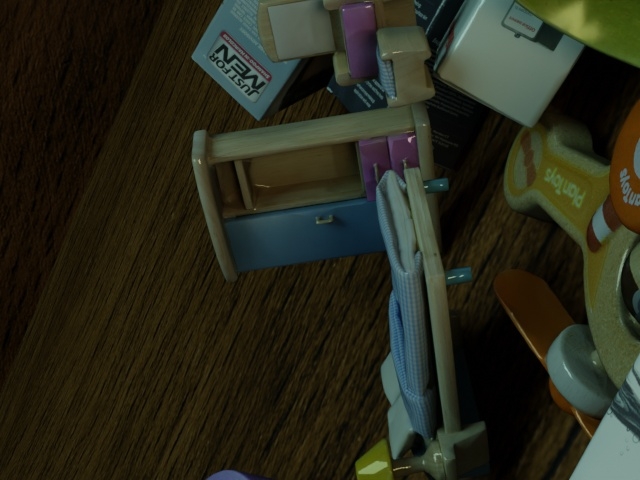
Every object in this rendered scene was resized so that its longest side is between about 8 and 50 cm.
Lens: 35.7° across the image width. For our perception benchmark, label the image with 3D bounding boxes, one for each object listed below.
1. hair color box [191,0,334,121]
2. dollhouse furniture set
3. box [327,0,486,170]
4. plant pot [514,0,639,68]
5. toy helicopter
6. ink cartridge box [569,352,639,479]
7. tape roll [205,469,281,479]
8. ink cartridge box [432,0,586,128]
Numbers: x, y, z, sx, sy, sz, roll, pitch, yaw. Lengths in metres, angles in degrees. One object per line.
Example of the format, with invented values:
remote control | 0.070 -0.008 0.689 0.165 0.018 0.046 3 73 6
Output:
hair color box | 0.033 -0.313 1.036 0.374 0.113 0.185 -50 -7 36
dollhouse furniture set | 0.000 0.000 0.733 0.303 0.198 0.287 -95 -5 -52
box | 0.096 -0.174 0.933 0.158 0.093 0.156 -63 26 18
plant pot | 0.242 -0.273 0.527 0.294 0.274 0.274 -61 24 -9
toy helicopter | 0.190 0.004 0.634 0.355 0.140 0.235 -115 39 -69
ink cartridge box | 0.207 0.117 0.424 0.237 0.171 0.100 -65 27 13
tape roll | -0.074 0.358 0.919 0.275 0.090 0.275 -44 36 45
ink cartridge box | 0.174 -0.203 0.745 0.208 0.086 0.153 -59 3 22
